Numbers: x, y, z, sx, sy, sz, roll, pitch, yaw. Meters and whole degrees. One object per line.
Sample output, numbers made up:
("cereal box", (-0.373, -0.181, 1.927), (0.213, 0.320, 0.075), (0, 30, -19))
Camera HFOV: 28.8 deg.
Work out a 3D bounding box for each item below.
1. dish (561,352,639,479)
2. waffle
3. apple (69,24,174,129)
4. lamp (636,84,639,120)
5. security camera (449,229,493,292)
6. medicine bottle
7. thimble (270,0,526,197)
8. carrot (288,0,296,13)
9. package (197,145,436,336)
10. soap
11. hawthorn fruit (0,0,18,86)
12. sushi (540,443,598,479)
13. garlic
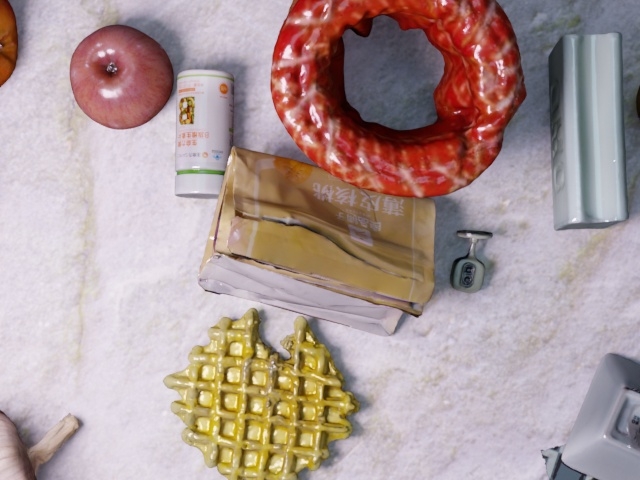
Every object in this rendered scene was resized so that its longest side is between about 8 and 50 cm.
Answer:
("dish", (0.486, 0.277, 1.763), (0.243, 0.080, 0.182), (23, 78, 14))
("waffle", (-0.088, 0.234, 1.826), (0.250, 0.056, 0.261), (-37, 88, 0))
("apple", (-0.295, -0.241, 1.831), (0.153, 0.120, 0.153), (0, 86, 2))
("lamp", (0.525, -0.199, 1.803), (0.136, 0.136, 0.136), (0, 86, 1))
("security camera", (0.222, 0.032, 1.837), (0.058, 0.058, 0.092), (5, 94, 2))
("medicine bottle", (-0.171, -0.156, 1.840), (0.086, 0.086, 0.183), (0, 85, 1))
("thimble", (0.105, -0.235, 1.725), (0.350, 0.230, 0.350), (-1, 101, -3))
("carrot", (0.043, -0.398, 1.875), (0.216, 0.048, 0.048), (-37, 86, -5))
("package", (0.006, 0.005, 1.751), (0.311, 0.165, 0.221), (16, 87, -13))
("soap", (0.381, -0.152, 1.788), (0.087, 0.160, 0.266), (-2, 86, 2))
("hawthorn fruit", (-0.557, -0.309, 1.829), (0.225, 0.196, 0.197), (29, 87, 28))
("sushi", (0.455, 0.389, 1.800), (0.219, 0.047, 0.231), (-15, 72, 3))
("garlic", (-0.444, 0.322, 1.773), (0.253, 0.245, 0.245), (-26, 85, -33))
